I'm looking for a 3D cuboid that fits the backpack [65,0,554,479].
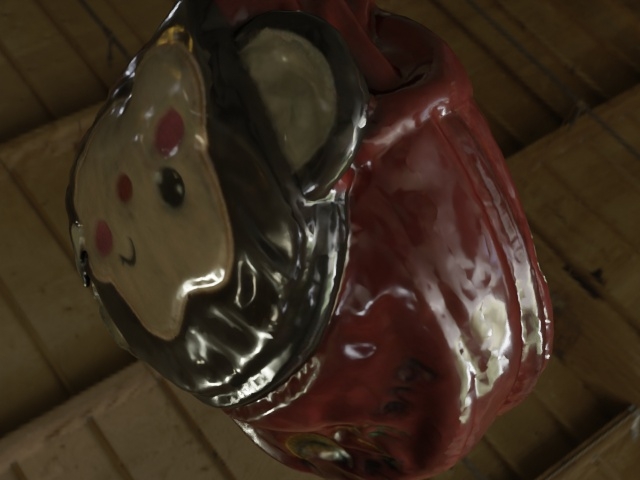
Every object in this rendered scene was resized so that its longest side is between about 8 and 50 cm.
[{"bbox_3d":[-0.002,0.001,0.417,0.229,0.229,0.139,43,-130,21],"label":"backpack"}]
